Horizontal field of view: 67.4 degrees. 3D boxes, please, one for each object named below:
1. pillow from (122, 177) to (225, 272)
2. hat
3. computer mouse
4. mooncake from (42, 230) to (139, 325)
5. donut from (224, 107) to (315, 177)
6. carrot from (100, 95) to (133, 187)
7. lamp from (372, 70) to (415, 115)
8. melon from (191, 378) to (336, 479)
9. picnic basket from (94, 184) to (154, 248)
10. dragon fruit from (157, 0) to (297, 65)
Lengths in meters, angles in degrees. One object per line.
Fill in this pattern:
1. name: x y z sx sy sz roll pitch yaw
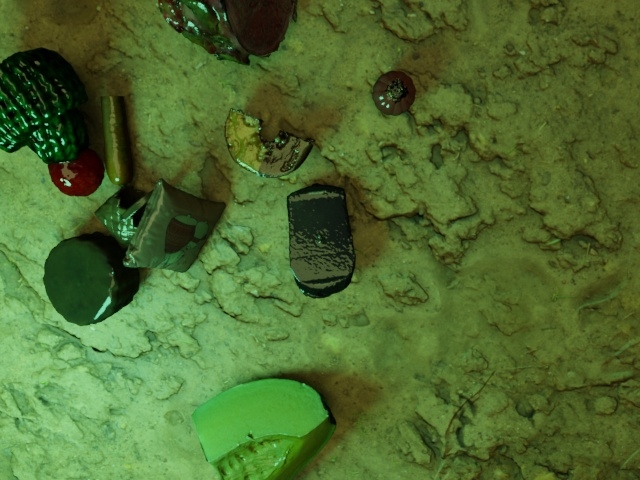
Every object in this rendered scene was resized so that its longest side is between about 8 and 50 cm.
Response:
1. pillow: -0.355 -0.024 1.175 0.084 0.236 0.223 33 94 26
2. hat: -0.610 -0.255 1.103 0.242 0.274 0.332 -21 118 13
3. computer mouse: 0.000 0.001 1.247 0.168 0.087 0.296 -5 88 -4
4. mooncake: -0.574 0.093 1.215 0.228 0.124 0.228 3 99 17
5. donut: -0.139 -0.235 1.198 0.217 0.085 0.141 26 99 -5
6. carrot: -0.507 -0.243 1.197 0.067 0.067 0.225 -2 99 -1
7. lamp: 0.180 -0.361 1.178 0.107 0.092 0.108 0 101 -1
8. melon: -0.129 0.528 1.280 0.343 0.226 0.331 -25 88 -10
9. picnic basket: -0.448 -0.076 1.195 0.178 0.128 0.138 -33 101 14
10. dragon fruit: -0.233 -0.573 1.056 0.262 0.314 0.296 19 71 23
